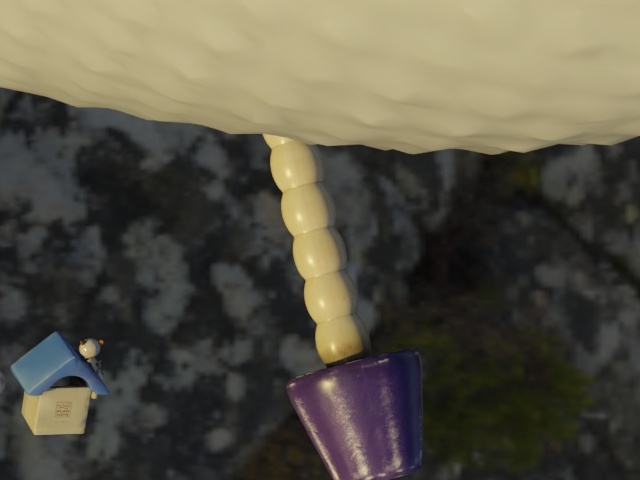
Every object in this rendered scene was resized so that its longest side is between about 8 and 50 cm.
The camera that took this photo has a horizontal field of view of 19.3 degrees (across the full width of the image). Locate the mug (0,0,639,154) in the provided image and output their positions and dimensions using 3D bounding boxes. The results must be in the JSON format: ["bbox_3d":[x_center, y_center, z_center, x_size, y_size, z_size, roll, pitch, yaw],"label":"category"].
[{"bbox_3d":[0.045,-0.202,0.473,0.276,0.328,0.374,33,75,-47],"label":"mug"}]

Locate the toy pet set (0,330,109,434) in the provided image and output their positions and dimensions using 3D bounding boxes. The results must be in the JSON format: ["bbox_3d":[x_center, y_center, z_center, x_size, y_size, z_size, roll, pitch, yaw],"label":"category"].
[{"bbox_3d":[-0.209,0.088,1.363,0.122,0.114,0.065,1,113,-27],"label":"toy pet set"}]

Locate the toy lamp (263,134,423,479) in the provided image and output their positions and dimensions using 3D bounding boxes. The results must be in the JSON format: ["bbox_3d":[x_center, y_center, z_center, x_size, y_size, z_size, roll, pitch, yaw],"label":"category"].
[{"bbox_3d":[0.000,0.000,1.045,0.080,0.080,0.275,-10,85,-40],"label":"toy lamp"}]
